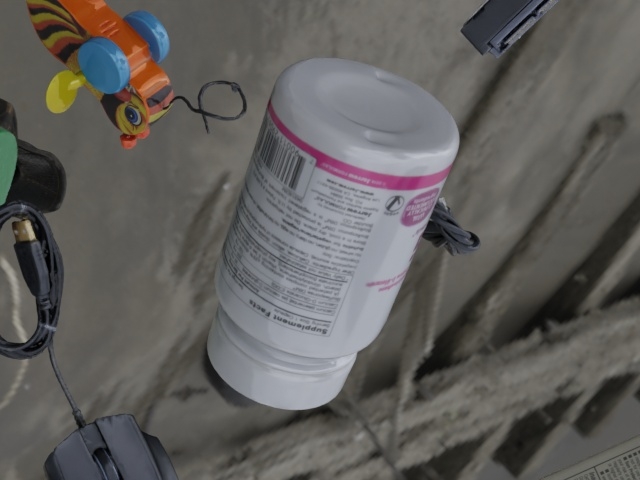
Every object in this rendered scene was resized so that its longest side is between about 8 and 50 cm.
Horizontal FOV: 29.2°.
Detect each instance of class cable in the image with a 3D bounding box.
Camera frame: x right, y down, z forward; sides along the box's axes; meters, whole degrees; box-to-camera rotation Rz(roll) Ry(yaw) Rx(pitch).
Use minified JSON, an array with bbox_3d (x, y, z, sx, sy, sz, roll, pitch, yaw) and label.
[{"bbox_3d":[0.117,-0.041,1.391,0.047,0.150,0.184,-48,-177,-6],"label":"cable"}]

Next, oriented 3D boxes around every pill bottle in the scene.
[{"bbox_3d":[0.000,0.000,1.067,0.160,0.160,0.283,-17,138,-43],"label":"pill bottle"}]

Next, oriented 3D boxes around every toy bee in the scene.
[{"bbox_3d":[-0.249,-0.191,1.502,0.195,0.298,0.162,-19,153,-33],"label":"toy bee"}]

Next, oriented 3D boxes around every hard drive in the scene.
[{"bbox_3d":[0.309,-0.349,1.439,0.237,0.064,0.339,-44,-179,38],"label":"hard drive"}]

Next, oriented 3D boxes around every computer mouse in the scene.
[{"bbox_3d":[-0.129,0.093,0.670,0.071,0.041,0.242,-27,109,-22],"label":"computer mouse"}]

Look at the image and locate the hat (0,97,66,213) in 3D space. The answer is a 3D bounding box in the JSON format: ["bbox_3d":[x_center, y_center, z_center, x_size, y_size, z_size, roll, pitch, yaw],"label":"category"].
[{"bbox_3d":[-0.530,-0.143,1.813,0.332,0.133,0.331,3,154,2],"label":"hat"}]

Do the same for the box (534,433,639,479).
[{"bbox_3d":[0.290,0.239,0.993,0.311,0.148,0.121,-25,137,9],"label":"box"}]

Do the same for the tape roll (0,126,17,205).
[{"bbox_3d":[-0.433,0.010,1.279,0.321,0.077,0.321,-61,-179,3],"label":"tape roll"}]
